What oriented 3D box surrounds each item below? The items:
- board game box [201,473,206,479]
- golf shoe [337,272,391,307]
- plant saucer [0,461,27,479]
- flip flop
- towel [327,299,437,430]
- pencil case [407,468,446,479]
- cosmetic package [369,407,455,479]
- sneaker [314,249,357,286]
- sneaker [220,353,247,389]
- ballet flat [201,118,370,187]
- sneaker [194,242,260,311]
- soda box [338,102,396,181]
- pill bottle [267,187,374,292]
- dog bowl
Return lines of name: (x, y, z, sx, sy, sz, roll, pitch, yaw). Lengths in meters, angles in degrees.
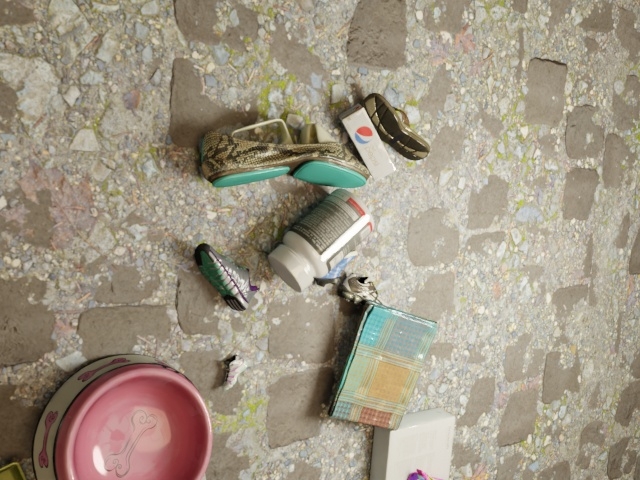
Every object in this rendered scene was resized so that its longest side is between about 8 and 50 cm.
board game box: (-0.371, 0.726, 1.538, 0.136, 0.035, 0.201, -13, 105, -29)
golf shoe: (0.151, 0.163, 1.734, 0.198, 0.077, 0.093, 25, 85, -32)
plant saucer: (-0.755, 0.615, 1.286, 0.189, 0.045, 0.188, -22, 109, -27)
flip flop: (0.227, -0.344, 1.689, 0.277, 0.112, 0.080, 33, 55, -28)
towel: (0.196, 0.389, 1.728, 0.272, 0.040, 0.369, 19, 91, -25)
pencil case: (0.385, 0.829, 1.862, 0.236, 0.104, 0.104, 32, 81, -33)
cosmetic package: (0.306, 0.778, 1.914, 0.285, 0.097, 0.376, 1, 98, -29)
sneaker: (0.048, 0.086, 1.668, 0.152, 0.058, 0.084, -22, 103, -22)
sneaker: (-0.253, 0.355, 1.550, 0.069, 0.038, 0.098, 47, 65, -26)
ballet flat: (-0.081, -0.235, 1.498, 0.483, 0.164, 0.181, -3, 79, -29)
sneaker: (-0.245, 0.080, 1.498, 0.098, 0.083, 0.223, -52, 126, -37)
soda box: (0.136, -0.284, 1.642, 0.074, 0.069, 0.216, -30, 114, 6)
pill bottle: (0.000, 0.000, 1.567, 0.283, 0.161, 0.161, -42, 116, -18)
dog bowl: (-0.436, 0.470, 1.321, 0.408, 0.150, 0.407, 9, 75, -35)
